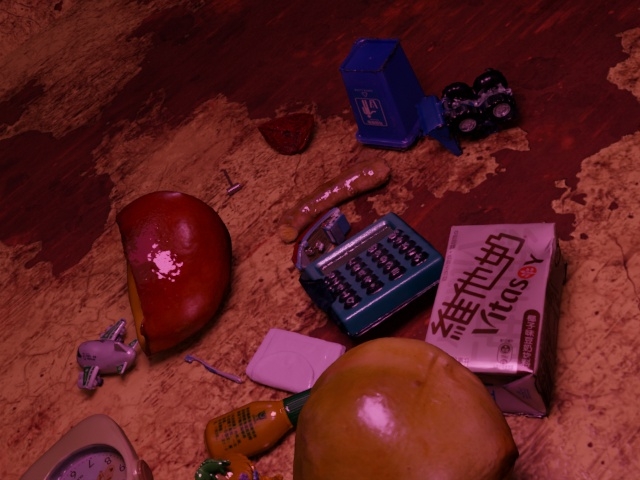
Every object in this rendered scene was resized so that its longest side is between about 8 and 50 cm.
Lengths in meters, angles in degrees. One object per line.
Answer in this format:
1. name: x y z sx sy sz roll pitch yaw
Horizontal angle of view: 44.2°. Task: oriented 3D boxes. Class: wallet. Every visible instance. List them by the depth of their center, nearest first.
1. wallet: -0.049 0.230 1.503 0.183 0.032 0.124 9 52 35

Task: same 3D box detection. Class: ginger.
1. ginger: 0.025 -0.099 1.755 0.298 0.065 0.118 -34 27 -9

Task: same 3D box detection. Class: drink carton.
1. drink carton: 0.301 0.126 1.347 0.194 0.132 0.325 -1 48 26

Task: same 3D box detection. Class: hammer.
1. hammer: -0.227 -0.150 1.979 0.035 0.019 0.110 -30 37 -2

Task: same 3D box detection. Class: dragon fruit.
1. dragon fruit: -0.062 -0.267 1.962 0.162 0.083 0.106 9 41 45

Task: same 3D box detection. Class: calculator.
1. calculator: 0.094 0.060 1.528 0.248 0.058 0.274 -33 28 -3

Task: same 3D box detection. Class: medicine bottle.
1. medicine bottle: -0.082 0.318 1.409 0.260 0.064 0.095 -25 50 5

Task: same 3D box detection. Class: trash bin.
1. trash bin: 0.151 -0.341 1.797 0.162 0.234 0.184 10 55 35

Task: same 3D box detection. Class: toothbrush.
1. toothbrush: -0.214 0.255 1.579 0.162 0.014 0.017 13 42 36

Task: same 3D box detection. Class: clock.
1. clock: -0.403 0.471 1.408 0.235 0.096 0.308 -42 44 -16

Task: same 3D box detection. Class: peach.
1. peach: 0.111 0.311 1.140 0.315 0.314 0.281 20 37 18
2. peach: -0.328 0.071 1.644 0.281 0.281 0.338 5 61 31

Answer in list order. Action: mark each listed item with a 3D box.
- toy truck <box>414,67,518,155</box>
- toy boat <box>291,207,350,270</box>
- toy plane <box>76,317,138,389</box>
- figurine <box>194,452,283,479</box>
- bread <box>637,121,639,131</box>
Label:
1. toy truck: 0.321 -0.274 1.724 0.208 0.126 0.113 -17 48 12
2. toy boat: 0.000 0.000 1.670 0.058 0.069 0.173 14 52 47
3. toy plane: -0.454 0.241 1.666 0.174 0.080 0.174 -24 39 21
4. figurine: -0.133 0.391 1.298 0.115 0.156 0.095 -26 42 7
5. bread: 0.796 -0.240 1.429 0.323 0.143 0.333 20 60 38
